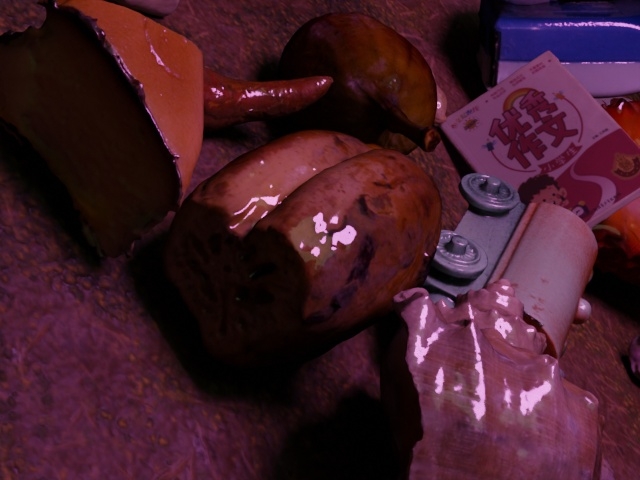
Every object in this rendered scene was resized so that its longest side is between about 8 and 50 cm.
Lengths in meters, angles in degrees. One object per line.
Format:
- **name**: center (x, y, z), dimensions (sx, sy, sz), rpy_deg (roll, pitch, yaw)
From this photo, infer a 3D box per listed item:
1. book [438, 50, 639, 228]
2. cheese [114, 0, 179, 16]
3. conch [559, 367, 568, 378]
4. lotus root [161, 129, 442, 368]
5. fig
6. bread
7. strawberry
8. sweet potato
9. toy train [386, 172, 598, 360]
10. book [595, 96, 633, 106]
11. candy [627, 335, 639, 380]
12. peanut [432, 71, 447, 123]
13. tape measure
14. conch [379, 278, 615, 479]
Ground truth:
- **book**: center (0.259, -0.103, 1.460), dimensions (0.232, 0.162, 0.022), rpy_deg (57, 0, 36)
- **cheese**: center (-0.211, -0.257, 1.195), dimensions (0.194, 0.043, 0.065), rpy_deg (9, 55, -48)
- **conch**: center (0.181, 0.140, 1.245), dimensions (0.180, 0.088, 0.065), rpy_deg (3, 9, -37)
- **lotus root**: center (0.004, -0.007, 1.067), dimensions (0.193, 0.193, 0.291), rpy_deg (52, 32, 5)
- **fig**: center (0.053, -0.132, 1.247), dimensions (0.170, 0.145, 0.274), rpy_deg (38, 6, -23)
- **bread**: center (-0.179, -0.095, 0.979), dimensions (0.160, 0.140, 0.169), rpy_deg (33, 36, -34)
- **strawberry**: center (0.372, -0.041, 1.593), dimensions (0.336, 0.149, 0.265), rpy_deg (0, 68, -38)
- **sweet potato**: center (-0.111, -0.134, 1.153), dimensions (0.255, 0.078, 0.058), rpy_deg (2, 55, -35)
- **toy train**: center (0.180, 0.037, 1.240), dimensions (0.177, 0.116, 0.285), rpy_deg (25, 29, 9)
- **book**: center (0.521, -0.140, 1.969), dimensions (0.289, 0.026, 0.201), rpy_deg (8, 50, -46)
- **candy**: center (0.474, 0.156, 1.501), dimensions (0.195, 0.137, 0.185), rpy_deg (2, 55, -51)
- **peanut**: center (0.130, -0.176, 1.524), dimensions (0.037, 0.037, 0.083), rpy_deg (2, 54, -49)
- **tape measure**: center (0.330, -0.272, 1.682), dimensions (0.259, 0.138, 0.262), rpy_deg (1, 18, -3)
- **conch**: center (0.125, 0.159, 0.984), dimensions (0.263, 0.186, 0.324), rpy_deg (56, 27, -50)
